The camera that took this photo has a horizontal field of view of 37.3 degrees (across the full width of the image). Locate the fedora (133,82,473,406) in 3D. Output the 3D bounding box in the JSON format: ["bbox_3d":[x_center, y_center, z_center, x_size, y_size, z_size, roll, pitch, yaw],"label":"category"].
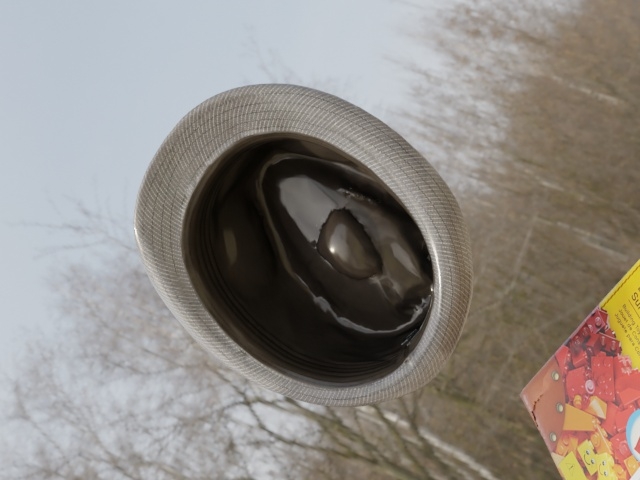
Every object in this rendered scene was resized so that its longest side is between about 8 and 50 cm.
[{"bbox_3d":[0.000,0.000,0.773,0.243,0.275,0.124,-59,-8,21],"label":"fedora"}]

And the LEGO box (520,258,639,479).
[{"bbox_3d":[0.386,0.196,0.572,0.193,0.500,0.372,0,-42,-28],"label":"LEGO box"}]
